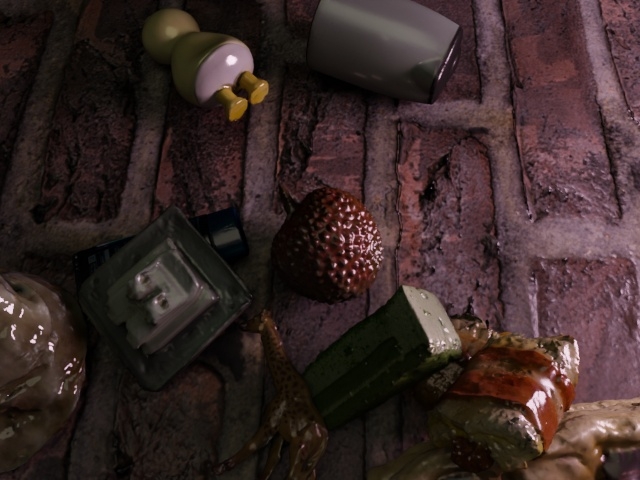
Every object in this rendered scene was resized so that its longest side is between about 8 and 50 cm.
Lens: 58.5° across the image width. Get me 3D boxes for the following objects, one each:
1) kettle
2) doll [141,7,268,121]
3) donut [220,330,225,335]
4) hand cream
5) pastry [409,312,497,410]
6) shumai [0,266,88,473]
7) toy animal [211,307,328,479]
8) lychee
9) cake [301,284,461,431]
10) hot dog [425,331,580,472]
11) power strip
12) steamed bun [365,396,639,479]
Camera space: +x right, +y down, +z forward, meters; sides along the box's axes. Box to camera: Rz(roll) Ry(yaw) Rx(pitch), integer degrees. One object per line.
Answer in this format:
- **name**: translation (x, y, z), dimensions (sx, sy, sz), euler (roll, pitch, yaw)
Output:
- **kettle**: translation (0.125, -0.344, 0.987), dimensions (0.237, 0.161, 0.221), euler (23, 38, 10)
- **doll**: translation (-0.216, -0.320, 1.002), dimensions (0.141, 0.117, 0.296), euler (-43, 58, -9)
- **donut**: translation (-0.180, 0.102, 0.846), dimensions (0.067, 0.038, 0.083), euler (-8, 68, 1)
- **hand cream**: translation (-0.248, 0.027, 0.874), dimensions (0.271, 0.061, 0.120), euler (-19, 66, -2)
- **pastry**: translation (0.192, 0.176, 0.785), dimensions (0.154, 0.081, 0.153), euler (0, 75, -2)
- **shumai**: translation (-0.482, 0.135, 0.715), dimensions (0.310, 0.263, 0.303), euler (-23, 66, -9)
- **toy animal**: translation (-0.059, 0.225, 0.776), dimensions (0.149, 0.054, 0.275), euler (-1, 67, 17)
- **lychee**: translation (0.000, 0.000, 0.821), dimensions (0.197, 0.165, 0.165), euler (39, 71, 0)
- **cake**: translation (0.057, 0.158, 0.741), dimensions (0.235, 0.099, 0.100), euler (-34, 61, 14)
- **hot dog**: translation (0.220, 0.188, 0.671), dimensions (0.213, 0.146, 0.102), euler (-32, 109, -34)
- **power strip**: translation (-0.231, 0.079, 0.803), dimensions (0.213, 0.064, 0.198), euler (-44, 79, -1)
- **steamed bun**: translation (0.285, 0.329, 0.665), dimensions (0.429, 0.189, 0.246), euler (-10, 74, -4)
